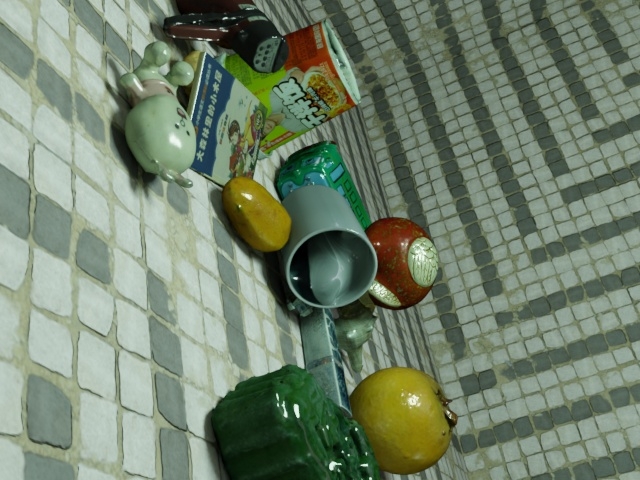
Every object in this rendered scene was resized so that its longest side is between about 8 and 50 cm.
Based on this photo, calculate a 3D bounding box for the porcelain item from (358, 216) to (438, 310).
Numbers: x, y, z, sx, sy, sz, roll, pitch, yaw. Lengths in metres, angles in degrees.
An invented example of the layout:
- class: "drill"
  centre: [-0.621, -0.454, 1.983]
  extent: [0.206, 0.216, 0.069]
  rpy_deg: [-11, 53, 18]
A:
- class: "porcelain item"
  centre: [0.168, 0.053, 1.848]
  extent: [0.253, 0.253, 0.252]
  rpy_deg: [-21, 90, -76]

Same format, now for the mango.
- class: "mango"
  centre: [-0.136, -0.056, 1.548]
  extent: [0.227, 0.109, 0.147]
  rpy_deg: [45, 30, -57]

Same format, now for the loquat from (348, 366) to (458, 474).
- class: "loquat"
  centre: [0.207, 0.445, 1.796]
  extent: [0.275, 0.275, 0.274]
  rpy_deg: [-21, 90, -76]

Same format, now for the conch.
- class: "conch"
  centre: [0.069, 0.236, 1.911]
  extent: [0.137, 0.233, 0.114]
  rpy_deg: [32, 23, 25]

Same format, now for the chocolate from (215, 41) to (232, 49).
- class: "chocolate"
  centre: [-0.235, -0.559, 1.875]
  extent: [0.124, 0.127, 0.133]
  rpy_deg: [49, 15, -16]

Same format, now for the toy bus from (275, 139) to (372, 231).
- class: "toy bus"
  centre: [0.013, -0.085, 2.017]
  extent: [0.343, 0.184, 0.199]
  rpy_deg: [64, 23, -15]

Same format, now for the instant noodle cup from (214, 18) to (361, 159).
- class: "instant noodle cup"
  centre: [-0.078, -0.400, 1.869]
  extent: [0.294, 0.308, 0.293]
  rpy_deg: [-22, 90, -77]

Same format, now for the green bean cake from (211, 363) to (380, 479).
- class: "green bean cake"
  centre: [-0.028, 0.363, 1.219]
  extent: [0.307, 0.169, 0.300]
  rpy_deg: [67, 14, -1]

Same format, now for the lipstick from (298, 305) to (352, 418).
- class: "lipstick"
  centre: [0.007, 0.277, 1.668]
  extent: [0.077, 0.076, 0.289]
  rpy_deg: [51, 20, -46]

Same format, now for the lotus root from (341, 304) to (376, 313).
- class: "lotus root"
  centre: [0.109, 0.165, 2.142]
  extent: [0.138, 0.139, 0.213]
  rpy_deg: [31, 51, -68]

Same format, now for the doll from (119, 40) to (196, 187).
- class: "doll"
  centre: [-0.279, -0.204, 1.251]
  extent: [0.155, 0.113, 0.274]
  rpy_deg: [30, 47, -55]

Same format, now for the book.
- class: "book"
  centre: [-0.200, -0.232, 1.544]
  extent: [0.322, 0.018, 0.228]
  rpy_deg: [29, 70, -69]

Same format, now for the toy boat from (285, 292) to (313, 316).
- class: "toy boat"
  centre: [-0.044, 0.146, 1.698]
  extent: [0.066, 0.059, 0.140]
  rpy_deg: [54, 15, 5]

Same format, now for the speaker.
- class: "speaker"
  centre: [-0.220, -0.520, 1.617]
  extent: [0.259, 0.198, 0.329]
  rpy_deg: [23, 25, -44]

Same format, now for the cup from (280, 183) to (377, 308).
- class: "cup"
  centre: [0.000, 0.000, 1.723]
  extent: [0.205, 0.206, 0.312]
  rpy_deg: [61, 3, -28]

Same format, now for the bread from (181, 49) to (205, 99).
- class: "bread"
  centre: [-0.248, -0.335, 1.587]
  extent: [0.177, 0.084, 0.119]
  rpy_deg: [54, 26, -46]
